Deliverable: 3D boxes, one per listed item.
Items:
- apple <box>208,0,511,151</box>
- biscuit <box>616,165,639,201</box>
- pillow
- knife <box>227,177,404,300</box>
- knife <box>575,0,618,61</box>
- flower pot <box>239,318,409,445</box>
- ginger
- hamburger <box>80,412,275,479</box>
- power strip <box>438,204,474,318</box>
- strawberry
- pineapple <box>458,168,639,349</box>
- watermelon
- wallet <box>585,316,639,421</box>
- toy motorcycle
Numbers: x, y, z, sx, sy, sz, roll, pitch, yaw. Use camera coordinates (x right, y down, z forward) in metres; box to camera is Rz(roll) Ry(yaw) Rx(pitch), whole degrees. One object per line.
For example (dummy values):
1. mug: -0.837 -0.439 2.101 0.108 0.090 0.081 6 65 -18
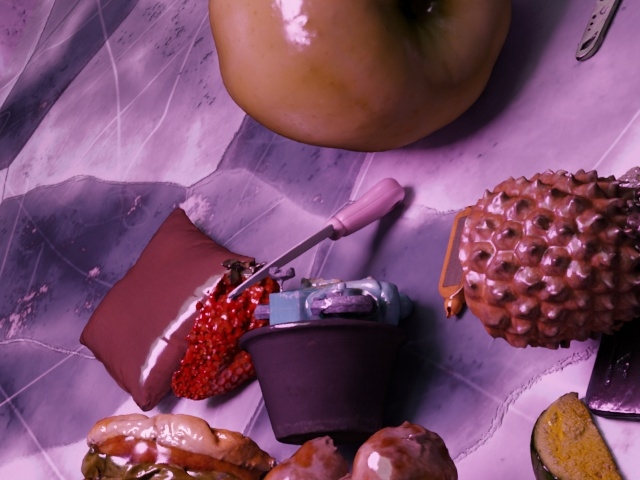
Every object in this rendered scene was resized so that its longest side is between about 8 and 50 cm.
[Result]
1. apple: 0.047 -0.350 2.115 0.474 0.474 0.473 -29 41 29
2. biscuit: 0.349 0.020 1.779 0.250 0.046 0.147 -41 37 16
3. pillow: -0.264 0.109 2.342 0.305 0.108 0.308 -53 35 -3
4. knife: 0.001 -0.002 2.050 0.336 0.043 0.081 -34 -10 -30
5. knife: 0.442 -0.390 2.054 0.043 0.020 0.293 7 67 49
6. flower pot: 0.009 0.202 1.893 0.235 0.235 0.148 -17 69 40
7. ginger: 0.024 0.363 1.746 0.375 0.176 0.256 -15 68 54
8. hamburger: -0.252 0.353 2.036 0.330 0.209 0.162 -15 49 43
9. power strip: 0.201 0.031 1.953 0.049 0.028 0.178 -12 51 43
10. strawberry: -0.125 0.150 2.144 0.107 0.175 0.236 29 120 25
11. pineapple: 0.353 0.011 1.587 0.357 0.223 0.223 -10 52 33
12. watermelon: 0.294 0.271 1.639 0.092 0.075 0.181 -8 39 -13
13. wallet: 0.444 0.135 1.576 0.318 0.045 0.172 -2 57 49
14. toy motorcycle: 0.025 0.091 1.981 0.296 0.198 0.109 -10 81 60
